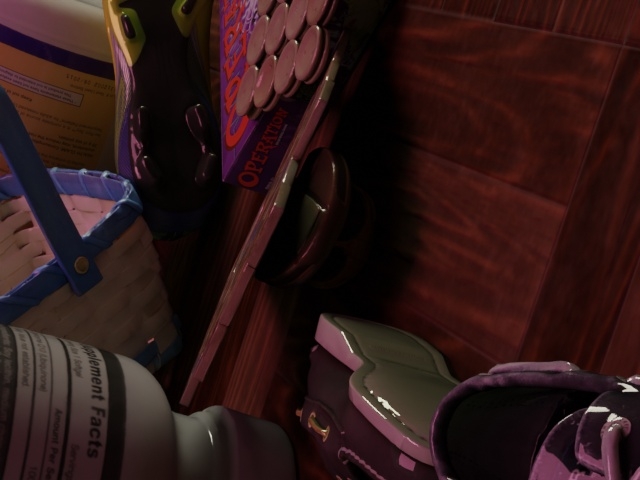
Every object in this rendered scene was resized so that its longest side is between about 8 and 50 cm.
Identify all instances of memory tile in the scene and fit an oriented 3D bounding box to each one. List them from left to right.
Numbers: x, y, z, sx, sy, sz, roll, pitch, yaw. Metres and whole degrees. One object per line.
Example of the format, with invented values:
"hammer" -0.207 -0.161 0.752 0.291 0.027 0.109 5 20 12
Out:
"memory tile" -0.018 -0.142 1.248 0.148 0.012 0.113 160 124 -66

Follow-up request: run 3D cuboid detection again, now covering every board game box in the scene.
"board game box" -0.016 -0.223 1.393 0.347 0.056 0.208 -95 24 -46

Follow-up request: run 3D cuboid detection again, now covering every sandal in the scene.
"sandal" 0.000 0.000 1.155 0.219 0.060 0.090 135 159 -80

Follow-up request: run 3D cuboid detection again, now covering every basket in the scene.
"basket" -0.248 0.001 1.423 0.201 0.289 0.254 -37 23 -31

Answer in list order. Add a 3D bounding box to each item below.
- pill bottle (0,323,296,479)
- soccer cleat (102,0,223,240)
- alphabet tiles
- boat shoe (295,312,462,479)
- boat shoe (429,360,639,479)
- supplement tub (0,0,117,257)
"pill bottle" -0.213 0.152 1.141 0.210 0.363 0.210 -164 90 -70
"soccer cleat" -0.129 -0.137 1.507 0.121 0.093 0.289 118 150 -63
"alphabet tiles" -0.033 -0.013 1.162 0.237 0.009 0.198 -75 10 -67
"boat shoe" 0.037 0.096 0.940 0.228 0.081 0.069 -129 55 -75
"boat shoe" 0.122 0.097 0.662 0.301 0.102 0.108 -153 80 -71
"supplement tub" -0.273 -0.080 1.681 0.241 0.241 0.331 -122 52 -65
